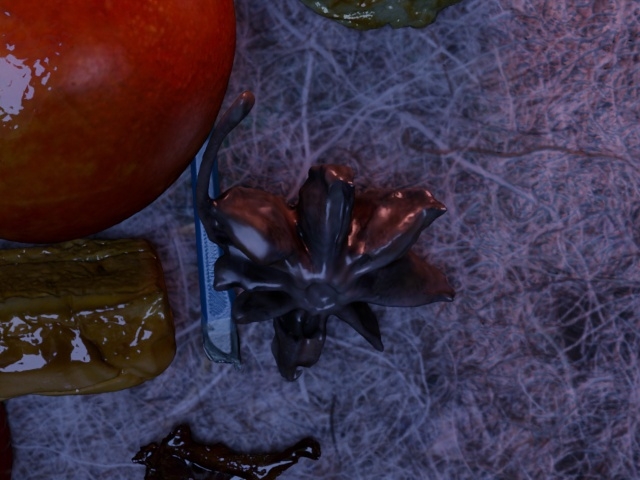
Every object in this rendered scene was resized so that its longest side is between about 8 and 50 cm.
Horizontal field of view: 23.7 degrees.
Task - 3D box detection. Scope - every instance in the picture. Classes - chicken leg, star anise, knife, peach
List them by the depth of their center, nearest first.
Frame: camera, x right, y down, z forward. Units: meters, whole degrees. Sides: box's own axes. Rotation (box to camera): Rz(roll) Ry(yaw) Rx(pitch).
[{"bbox_3d":[-0.261,-0.188,1.498,0.388,0.388,0.388,1,105,5],"label":"peach"},{"bbox_3d":[0.000,0.000,1.631,0.316,0.139,0.359,5,129,-21],"label":"star anise"},{"bbox_3d":[-0.120,0.005,1.712,0.044,0.026,0.296,-3,102,3],"label":"knife"},{"bbox_3d":[-0.110,0.262,1.766,0.219,0.048,0.089,6,108,4],"label":"chicken leg"}]

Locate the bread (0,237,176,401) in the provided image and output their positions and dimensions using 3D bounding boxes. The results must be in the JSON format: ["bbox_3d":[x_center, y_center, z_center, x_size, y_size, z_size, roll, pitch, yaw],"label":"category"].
[{"bbox_3d":[-0.306,0.089,1.647,0.295,0.166,0.132,-8,130,-8],"label":"bread"}]

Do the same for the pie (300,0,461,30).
[{"bbox_3d":[0.065,-0.318,1.578,0.248,0.090,0.201,11,116,2],"label":"pie"}]

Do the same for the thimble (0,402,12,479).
[{"bbox_3d":[-0.430,0.231,1.727,0.125,0.163,0.189,-7,96,8],"label":"thimble"}]
